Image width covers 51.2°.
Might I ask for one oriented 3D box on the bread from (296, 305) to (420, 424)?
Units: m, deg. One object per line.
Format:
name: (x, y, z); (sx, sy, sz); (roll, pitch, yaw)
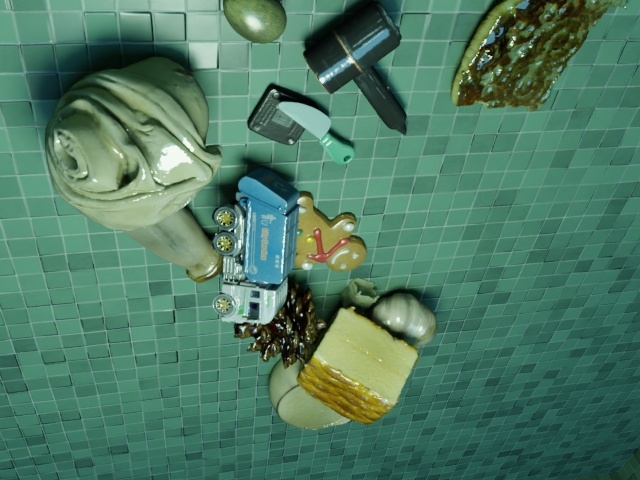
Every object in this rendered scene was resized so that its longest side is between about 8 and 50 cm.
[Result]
bread: (0.096, 0.366, 1.914); (0.279, 0.207, 0.279); (31, 151, -2)

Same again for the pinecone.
pinecone: (-0.116, 0.225, 1.832); (0.257, 0.243, 0.243); (2, 143, 25)

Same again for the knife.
knife: (0.001, -0.248, 1.498); (0.063, 0.035, 0.260); (-36, 141, 15)

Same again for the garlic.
garlic: (0.238, 0.244, 2.004); (0.227, 0.152, 0.228); (4, 152, 2)

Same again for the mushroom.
mushroom: (-0.366, -0.040, 1.545); (0.154, 0.138, 0.407); (-21, 140, 27)

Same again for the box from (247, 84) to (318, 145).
box: (-0.084, -0.272, 1.476); (0.126, 0.027, 0.125); (17, 128, -30)

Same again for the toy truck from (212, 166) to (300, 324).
toy truck: (-0.153, 0.018, 1.578); (0.175, 0.146, 0.367); (10, 110, 12)

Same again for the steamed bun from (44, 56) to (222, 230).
steamed bun: (-0.368, -0.177, 1.268); (0.324, 0.219, 0.310); (-19, 95, 10)

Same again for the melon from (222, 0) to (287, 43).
melon: (-0.124, -0.427, 1.258); (0.130, 0.098, 0.098); (24, 124, -31)

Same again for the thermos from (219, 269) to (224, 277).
thermos: (-0.178, 0.060, 1.734); (0.187, 0.073, 0.083); (-15, 172, 27)

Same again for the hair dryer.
hair dryer: (0.130, -0.340, 1.440); (0.189, 0.107, 0.352); (-33, 142, 14)

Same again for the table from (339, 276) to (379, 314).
table: (0.115, 0.162, 1.950); (0.079, 0.062, 0.083); (17, 127, -31)

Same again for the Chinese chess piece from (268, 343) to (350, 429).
Chinese chess piece: (-0.001, 0.477, 2.180); (0.338, 0.141, 0.338); (-8, 134, -8)

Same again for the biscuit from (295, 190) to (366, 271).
biscuit: (0.000, 0.000, 1.764); (0.216, 0.047, 0.339); (-36, 133, 21)

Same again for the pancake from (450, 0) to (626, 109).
pancake: (0.477, -0.451, 1.456); (0.304, 0.067, 0.427); (9, 130, -35)
